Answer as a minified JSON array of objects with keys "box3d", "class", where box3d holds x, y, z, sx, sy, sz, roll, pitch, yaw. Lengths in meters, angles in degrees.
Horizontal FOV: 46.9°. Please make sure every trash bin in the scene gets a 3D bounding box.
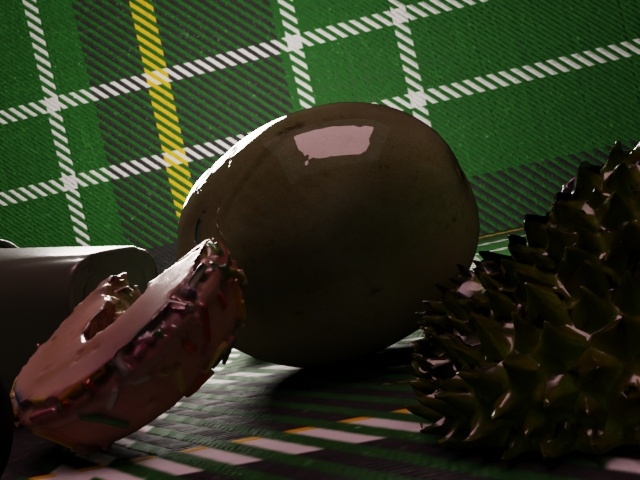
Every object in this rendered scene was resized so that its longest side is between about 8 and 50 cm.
[{"box3d":[-0.334,0.100,0.881,0.250,0.219,0.220,-5,6,23],"class":"trash bin"}]

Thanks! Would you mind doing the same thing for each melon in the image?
[{"box3d":[0.000,0.000,0.778,0.330,0.269,0.268,-25,-4,22],"class":"melon"}]

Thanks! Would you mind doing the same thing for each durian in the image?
[{"box3d":[0.216,0.033,0.445,0.351,0.158,0.169,-23,-30,-13],"class":"durian"}]

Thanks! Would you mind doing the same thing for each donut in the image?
[{"box3d":[-0.168,0.098,0.644,0.232,0.085,0.199,-16,30,44],"class":"donut"}]

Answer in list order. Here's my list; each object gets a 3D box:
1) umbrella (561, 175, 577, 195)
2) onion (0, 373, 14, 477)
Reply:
[{"box3d":[0.378,-0.001,0.650,0.336,0.154,0.128,11,-18,34],"class":"umbrella"},{"box3d":[-0.331,0.112,0.423,0.273,0.285,0.273,21,-23,9],"class":"onion"}]
